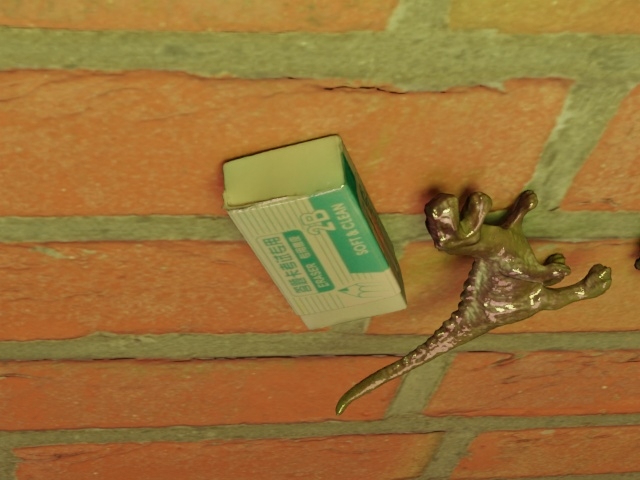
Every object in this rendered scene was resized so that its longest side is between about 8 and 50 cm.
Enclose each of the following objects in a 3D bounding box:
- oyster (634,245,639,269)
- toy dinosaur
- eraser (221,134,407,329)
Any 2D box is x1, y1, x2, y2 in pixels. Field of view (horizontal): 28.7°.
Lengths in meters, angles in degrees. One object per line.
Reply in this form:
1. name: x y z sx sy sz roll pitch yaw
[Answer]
1. oyster: 0.359 0.011 1.068 0.163 0.081 0.191 -1 148 0
2. toy dinosaur: 0.131 0.049 1.067 0.199 0.072 0.251 -4 146 -22
3. eraser: 0.000 0.000 1.005 0.095 0.052 0.225 -14 150 10
